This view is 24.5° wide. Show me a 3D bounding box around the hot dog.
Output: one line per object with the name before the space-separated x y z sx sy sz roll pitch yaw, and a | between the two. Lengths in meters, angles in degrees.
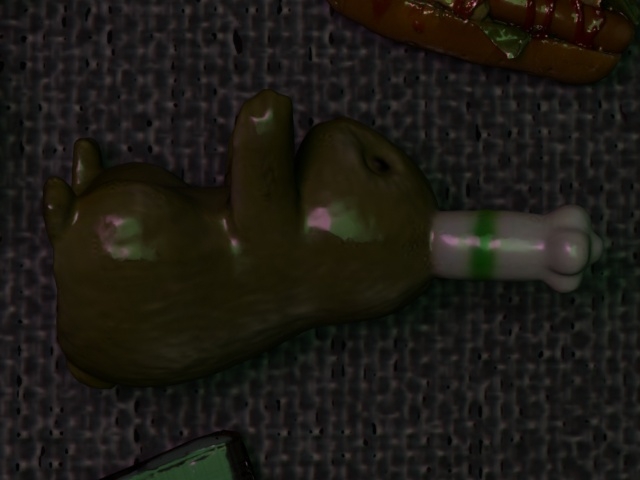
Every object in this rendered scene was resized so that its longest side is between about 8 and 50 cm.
hot dog | 0.109 -0.182 1.066 0.250 0.076 0.104 19 86 -6

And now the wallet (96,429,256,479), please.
wallet | -0.078 0.306 1.035 0.169 0.044 0.317 -21 90 -10

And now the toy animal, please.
toy animal | -0.011 -0.016 0.999 0.362 0.181 0.180 -15 96 -5
